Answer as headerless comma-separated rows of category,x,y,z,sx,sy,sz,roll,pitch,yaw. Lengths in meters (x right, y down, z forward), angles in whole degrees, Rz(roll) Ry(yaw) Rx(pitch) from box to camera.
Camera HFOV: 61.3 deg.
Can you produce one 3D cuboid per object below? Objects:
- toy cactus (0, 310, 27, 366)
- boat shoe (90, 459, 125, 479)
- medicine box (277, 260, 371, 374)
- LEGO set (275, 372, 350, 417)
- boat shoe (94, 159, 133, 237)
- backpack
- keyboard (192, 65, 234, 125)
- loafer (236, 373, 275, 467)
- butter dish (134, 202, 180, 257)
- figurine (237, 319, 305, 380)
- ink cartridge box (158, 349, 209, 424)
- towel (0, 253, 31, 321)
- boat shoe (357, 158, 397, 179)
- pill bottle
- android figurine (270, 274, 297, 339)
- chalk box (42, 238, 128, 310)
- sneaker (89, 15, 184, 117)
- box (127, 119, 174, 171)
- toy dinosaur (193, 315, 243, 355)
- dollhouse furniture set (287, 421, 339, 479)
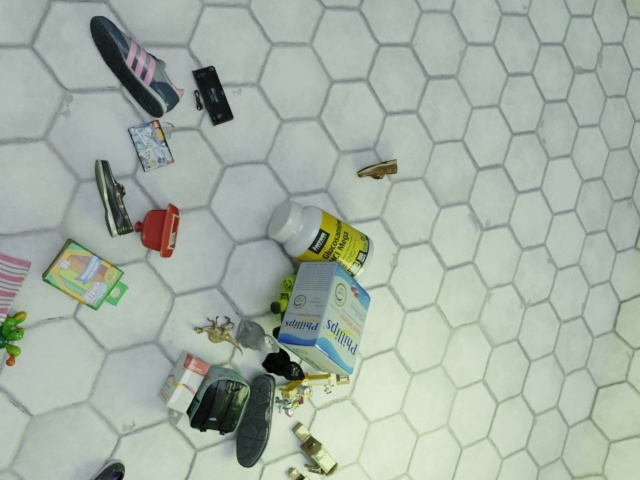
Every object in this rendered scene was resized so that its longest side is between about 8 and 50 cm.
toy cactus,-0.858,0.269,1.402,0.181,0.219,0.112,-23,130,13
boat shoe,-0.655,0.744,1.563,0.228,0.076,0.080,-43,110,-20
medicine box,0.021,0.254,1.760,0.263,0.149,0.289,48,50,-46
LEGO set,-0.033,0.532,1.861,0.287,0.132,0.107,-14,108,-34
boat shoe,-0.598,-0.125,1.566,0.069,0.081,0.227,-15,106,-29
backpack,-0.316,0.487,1.687,0.166,0.144,0.188,19,106,-25
keyboard,-0.354,-0.455,1.713,0.108,0.023,0.180,-27,103,-31
loafer,-0.198,0.592,1.787,0.109,0.095,0.302,11,87,17
butter dish,-0.490,-0.033,1.601,0.118,0.160,0.159,8,87,-5
figurine,-0.156,0.359,1.736,0.092,0.209,0.215,-47,111,-19
ink cartridge box,-0.428,0.446,1.649,0.067,0.115,0.198,33,76,-25
towel,-0.857,0.107,1.400,0.144,0.029,0.197,24,40,-23
boat shoe,0.216,-0.254,1.992,0.178,0.064,0.060,-19,98,-28
pill bottle,0.000,0.000,1.817,0.334,0.188,0.187,28,79,-25
android figurine,-0.071,0.238,1.804,0.273,0.056,0.248,-14,100,-59
chalk box,-0.645,0.107,1.516,0.213,0.132,0.132,37,76,-24
sneaker,-0.533,-0.521,1.584,0.131,0.112,0.319,-49,115,-36
box,-0.511,-0.286,1.632,0.094,0.027,0.137,-23,102,-24
toy dinosaur,-0.317,0.297,1.750,0.183,0.053,0.092,28,94,-18
dollhouse furniture set,-0.056,0.760,1.861,0.161,0.101,0.182,-42,109,-20
